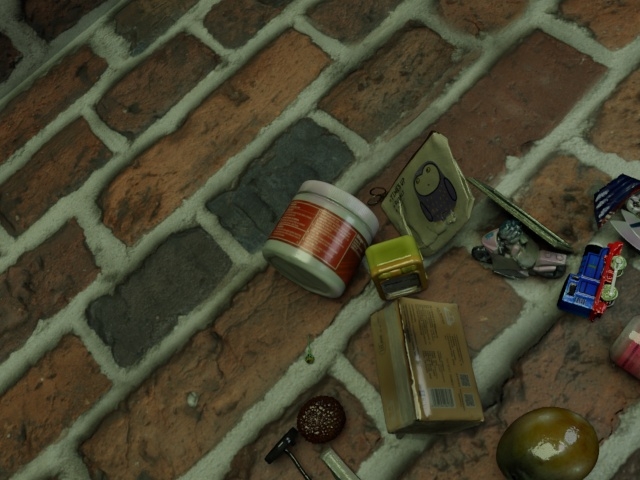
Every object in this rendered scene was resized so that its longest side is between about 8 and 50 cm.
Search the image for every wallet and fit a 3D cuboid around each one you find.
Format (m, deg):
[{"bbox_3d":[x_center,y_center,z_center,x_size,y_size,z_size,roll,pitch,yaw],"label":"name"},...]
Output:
[{"bbox_3d":[0.281,-0.111,1.771,0.068,0.335,0.275,-12,62,-37],"label":"wallet"}]

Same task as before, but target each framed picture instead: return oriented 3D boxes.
[{"bbox_3d":[0.529,-0.070,1.704,0.296,0.232,0.019,43,108,26],"label":"framed picture"}]

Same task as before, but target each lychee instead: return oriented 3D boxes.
[{"bbox_3d":[-0.001,0.458,1.646,0.123,0.129,0.123,6,104,25],"label":"lychee"}]

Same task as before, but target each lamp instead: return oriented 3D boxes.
[{"bbox_3d":[-0.016,0.635,1.577,0.371,0.108,0.130,57,131,24],"label":"lamp"}]

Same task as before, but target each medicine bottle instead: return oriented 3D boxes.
[{"bbox_3d":[0.000,0.000,1.785,0.252,0.252,0.241,24,74,23],"label":"medicine bottle"},{"bbox_3d":[0.813,0.288,1.506,0.247,0.147,0.147,35,78,26],"label":"medicine bottle"}]

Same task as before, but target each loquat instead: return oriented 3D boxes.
[{"bbox_3d":[0.513,0.477,1.479,0.227,0.179,0.179,-17,62,2],"label":"loquat"}]

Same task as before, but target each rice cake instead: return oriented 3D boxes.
[{"bbox_3d":[0.077,0.595,1.610,0.047,0.036,0.206,-41,62,-20],"label":"rice cake"}]

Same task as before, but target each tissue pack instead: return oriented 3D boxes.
[{"bbox_3d":[0.237,0.326,1.621,0.238,0.238,0.306,-12,63,9],"label":"tissue pack"}]

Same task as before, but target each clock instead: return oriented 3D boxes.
[{"bbox_3d":[0.204,0.077,1.724,0.143,0.202,0.096,-19,62,6],"label":"clock"}]

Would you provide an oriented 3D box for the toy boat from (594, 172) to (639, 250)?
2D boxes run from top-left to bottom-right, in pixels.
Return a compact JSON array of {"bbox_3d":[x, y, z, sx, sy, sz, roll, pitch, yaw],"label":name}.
[{"bbox_3d":[0.822,-0.032,1.681,0.219,0.072,0.318,-7,66,-15],"label":"toy boat"}]

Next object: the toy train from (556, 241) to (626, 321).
[{"bbox_3d":[0.698,0.097,1.658,0.131,0.083,0.204,18,70,23],"label":"toy train"}]

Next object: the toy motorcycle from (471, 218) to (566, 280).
[{"bbox_3d":[0.514,0.021,1.672,0.239,0.204,0.108,0,55,11],"label":"toy motorcycle"}]

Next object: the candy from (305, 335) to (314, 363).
[{"bbox_3d":[-0.033,0.300,1.787,0.023,0.025,0.083,3,53,-15],"label":"candy"}]
